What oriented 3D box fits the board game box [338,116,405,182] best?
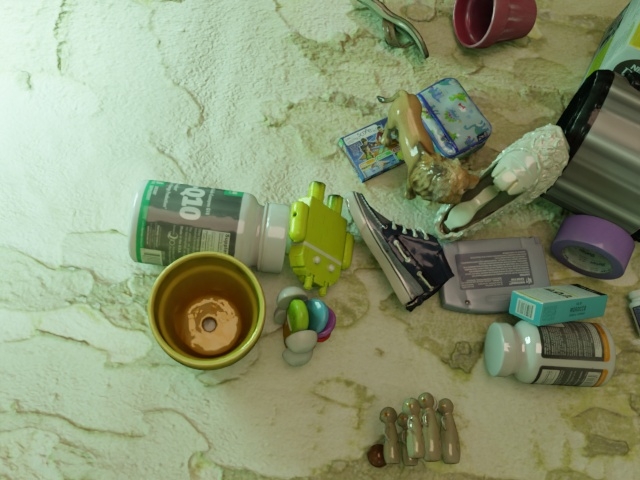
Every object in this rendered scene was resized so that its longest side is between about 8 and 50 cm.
[{"bbox_3d":[0.169,-0.258,1.856,0.201,0.035,0.136,-25,77,-14],"label":"board game box"}]

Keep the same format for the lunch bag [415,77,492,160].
[{"bbox_3d":[0.349,-0.326,1.874,0.176,0.090,0.219,-27,76,-11],"label":"lunch bag"}]

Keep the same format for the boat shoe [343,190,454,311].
[{"bbox_3d":[0.203,-0.004,1.715,0.158,0.127,0.340,-31,87,7],"label":"boat shoe"}]

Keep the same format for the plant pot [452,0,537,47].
[{"bbox_3d":[0.510,-0.652,1.952,0.180,0.201,0.201,-3,72,-24],"label":"plant pot"}]

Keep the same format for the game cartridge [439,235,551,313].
[{"bbox_3d":[0.447,0.093,1.770,0.294,0.060,0.196,-3,69,-8],"label":"game cartridge"}]

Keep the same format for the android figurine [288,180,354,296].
[{"bbox_3d":[0.000,0.000,1.670,0.056,0.248,0.272,-6,64,34],"label":"android figurine"}]

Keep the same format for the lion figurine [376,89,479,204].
[{"bbox_3d":[0.241,-0.249,1.711,0.142,0.240,0.392,-27,78,-7],"label":"lion figurine"}]

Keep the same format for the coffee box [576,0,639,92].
[{"bbox_3d":[0.962,-0.486,1.869,0.338,0.334,0.338,30,71,3],"label":"coffee box"}]

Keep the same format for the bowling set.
[{"bbox_3d":[0.189,0.437,1.568,0.200,0.287,0.154,-14,64,24],"label":"bowling set"}]

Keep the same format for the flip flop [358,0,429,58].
[{"bbox_3d":[0.200,-0.606,1.943,0.277,0.112,0.080,40,98,4],"label":"flip flop"}]

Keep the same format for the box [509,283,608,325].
[{"bbox_3d":[0.593,0.158,1.691,0.244,0.100,0.060,-2,105,-31],"label":"box"}]

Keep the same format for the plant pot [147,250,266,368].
[{"bbox_3d":[-0.256,0.177,1.557,0.254,0.239,0.254,2,72,-7],"label":"plant pot"}]

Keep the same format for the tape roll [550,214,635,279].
[{"bbox_3d":[0.700,0.019,1.751,0.189,0.189,0.080,28,73,2],"label":"tape roll"}]

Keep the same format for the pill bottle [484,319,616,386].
[{"bbox_3d":[0.558,0.274,1.667,0.279,0.162,0.162,5,72,-5],"label":"pill bottle"}]

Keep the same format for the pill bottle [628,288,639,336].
[{"bbox_3d":[0.852,0.189,1.780,0.067,0.067,0.120,-10,74,-10],"label":"pill bottle"}]

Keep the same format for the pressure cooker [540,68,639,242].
[{"bbox_3d":[0.800,-0.196,1.738,0.420,0.375,0.369,29,69,7],"label":"pressure cooker"}]

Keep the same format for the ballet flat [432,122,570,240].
[{"bbox_3d":[0.431,-0.118,1.664,0.147,0.409,0.147,26,41,-25],"label":"ballet flat"}]

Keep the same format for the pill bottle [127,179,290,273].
[{"bbox_3d":[-0.263,-0.025,1.640,0.361,0.204,0.204,7,72,-5],"label":"pill bottle"}]

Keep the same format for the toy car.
[{"bbox_3d":[-0.031,0.200,1.612,0.136,0.182,0.159,-7,58,-14],"label":"toy car"}]
